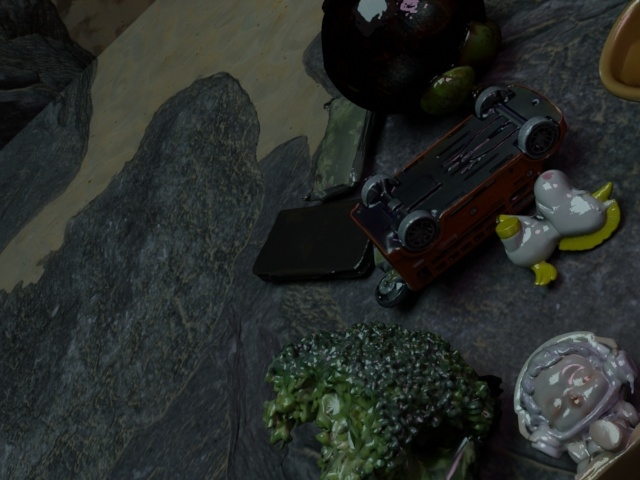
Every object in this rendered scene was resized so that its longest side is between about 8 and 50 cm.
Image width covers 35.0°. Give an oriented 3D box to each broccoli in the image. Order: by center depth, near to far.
[{"bbox_3d":[0.077,0.238,1.368,0.338,0.277,0.317,-36,57,43],"label":"broccoli"}]

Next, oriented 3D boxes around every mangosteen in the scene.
[{"bbox_3d":[0.170,-0.348,1.769,0.306,0.360,0.306,-56,-1,-2],"label":"mangosteen"}]

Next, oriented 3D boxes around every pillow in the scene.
[{"bbox_3d":[0.049,-0.187,1.940,0.169,0.059,0.255,-16,52,46],"label":"pillow"}]

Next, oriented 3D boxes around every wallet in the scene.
[{"bbox_3d":[0.000,0.000,1.859,0.310,0.042,0.165,-6,56,48],"label":"wallet"}]

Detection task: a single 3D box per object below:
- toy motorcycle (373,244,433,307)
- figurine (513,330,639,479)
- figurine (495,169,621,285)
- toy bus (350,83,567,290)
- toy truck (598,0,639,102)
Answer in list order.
[{"bbox_3d":[0.154,-0.001,1.636,0.152,0.073,0.225,-22,46,34],"label":"toy motorcycle"},{"bbox_3d":[0.310,0.198,1.202,0.162,0.141,0.236,-42,35,13],"label":"figurine"},{"bbox_3d":[0.336,-0.028,1.424,0.178,0.109,0.129,-44,61,18],"label":"figurine"},{"bbox_3d":[0.218,-0.082,1.509,0.329,0.153,0.143,-39,40,-2],"label":"toy bus"},{"bbox_3d":[0.510,-0.208,1.230,0.288,0.212,0.204,11,73,59],"label":"toy truck"}]
